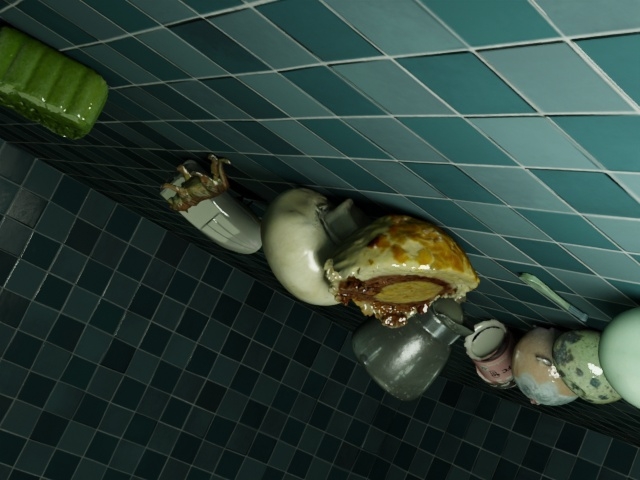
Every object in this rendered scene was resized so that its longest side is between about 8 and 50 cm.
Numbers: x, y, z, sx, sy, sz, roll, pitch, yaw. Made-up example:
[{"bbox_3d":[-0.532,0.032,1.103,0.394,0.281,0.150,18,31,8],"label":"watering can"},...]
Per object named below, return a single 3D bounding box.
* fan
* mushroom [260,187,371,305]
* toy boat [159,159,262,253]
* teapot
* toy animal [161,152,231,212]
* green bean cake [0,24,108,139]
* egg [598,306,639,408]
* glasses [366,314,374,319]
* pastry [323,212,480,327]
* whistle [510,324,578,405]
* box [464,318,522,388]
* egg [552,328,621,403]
[{"bbox_3d":[0.447,0.108,1.623,0.193,0.016,0.038,32,171,-29],"label":"fan"},{"bbox_3d":[0.000,0.000,1.675,0.246,0.202,0.246,42,-158,-21],"label":"mushroom"},{"bbox_3d":[-0.249,-0.080,2.045,0.269,0.141,0.140,35,167,-26],"label":"toy boat"},{"bbox_3d":[0.263,0.231,2.057,0.305,0.285,0.223,30,-159,-42],"label":"teapot"},{"bbox_3d":[-0.268,-0.127,1.886,0.241,0.057,0.099,-19,133,38],"label":"toy animal"},{"bbox_3d":[-0.542,-0.297,1.642,0.248,0.125,0.222,29,170,-19],"label":"green bean cake"},{"bbox_3d":[0.551,0.196,1.365,0.230,0.168,0.168,26,171,-18],"label":"egg"},{"bbox_3d":[0.128,0.154,2.556,0.207,0.102,0.239,52,179,16],"label":"glasses"},{"bbox_3d":[0.149,0.034,1.554,0.236,0.170,0.256,-25,144,34],"label":"pastry"},{"bbox_3d":[0.547,0.299,1.980,0.189,0.189,0.347,20,180,29],"label":"whistle"},{"bbox_3d":[0.449,0.282,2.180,0.151,0.151,0.135,16,156,45],"label":"box"},{"bbox_3d":[0.557,0.254,1.751,0.181,0.141,0.141,36,169,-6],"label":"egg"}]
